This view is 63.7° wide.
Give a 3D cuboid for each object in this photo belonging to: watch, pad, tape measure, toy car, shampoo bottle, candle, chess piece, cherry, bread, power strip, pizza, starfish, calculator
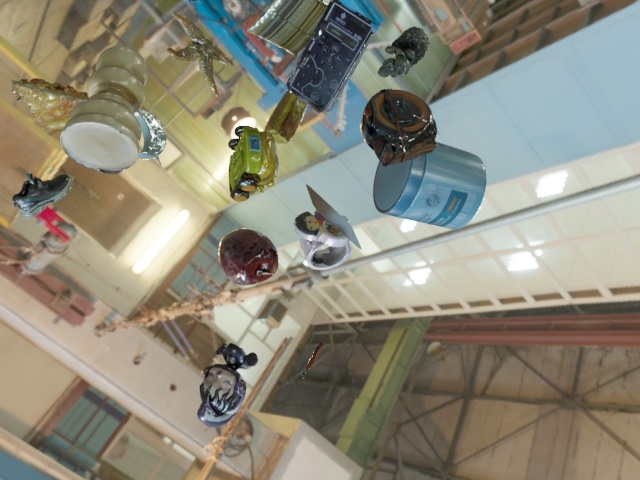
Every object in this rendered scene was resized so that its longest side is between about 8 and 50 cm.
[{"bbox_3d":[0.000,0.000,2.129,0.231,0.244,0.196,107,-30,-49],"label":"watch"},{"bbox_3d":[0.047,-0.080,1.765,0.002,0.266,0.176,-39,-146,15],"label":"pad"},{"bbox_3d":[0.218,-0.325,1.451,0.202,0.223,0.135,-20,156,-20],"label":"tape measure"},{"bbox_3d":[-0.193,-0.225,1.533,0.248,0.142,0.200,146,-57,-61],"label":"toy car"},{"bbox_3d":[0.435,-0.233,2.076,0.331,0.343,0.331,-169,-90,-72],"label":"shampoo bottle"},{"bbox_3d":[-0.028,0.417,1.799,0.021,0.026,0.167,6,-145,25],"label":"candle"},{"bbox_3d":[-0.411,-0.276,1.016,0.143,0.143,0.261,-28,-130,37],"label":"chess piece"},{"bbox_3d":[-0.292,0.060,2.045,0.230,0.203,0.300,-26,-135,-24],"label":"cherry"},{"bbox_3d":[-0.118,-0.428,1.795,0.172,0.103,0.132,-65,-160,-9],"label":"bread"},{"bbox_3d":[-0.611,-0.365,1.829,0.044,0.216,0.137,-21,172,33],"label":"power strip"},{"bbox_3d":[-0.658,-0.351,1.269,0.201,0.193,0.053,-14,-114,16],"label":"pizza"},{"bbox_3d":[-0.383,-0.576,1.585,0.050,0.247,0.138,4,-116,51],"label":"starfish"},{"bbox_3d":[0.025,-0.495,1.401,0.274,0.166,0.028,-58,159,21],"label":"calculator"}]

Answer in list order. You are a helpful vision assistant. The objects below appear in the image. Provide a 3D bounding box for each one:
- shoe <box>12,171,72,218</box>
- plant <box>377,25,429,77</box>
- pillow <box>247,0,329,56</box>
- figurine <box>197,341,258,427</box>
[{"bbox_3d":[-0.773,-0.144,1.414,0.071,0.099,0.169,21,-122,40],"label":"shoe"},{"bbox_3d":[0.363,-0.814,2.246,0.274,0.149,0.146,-52,-168,-26],"label":"plant"},{"bbox_3d":[-0.080,-0.665,1.558,0.208,0.212,0.052,-37,-120,33],"label":"pillow"},{"bbox_3d":[-0.267,0.404,1.427,0.145,0.145,0.222,-10,-132,57],"label":"figurine"}]
